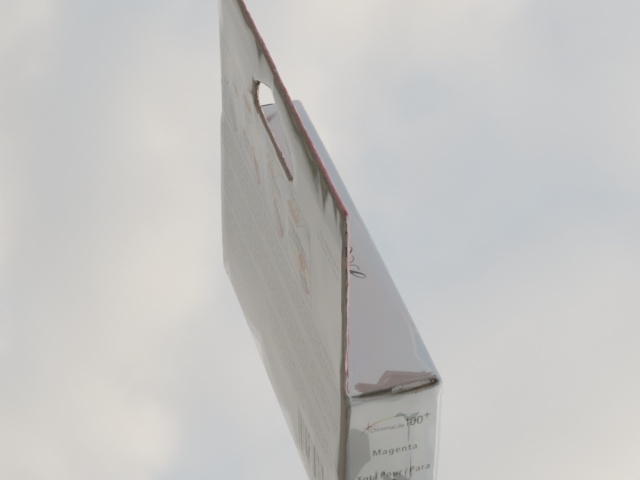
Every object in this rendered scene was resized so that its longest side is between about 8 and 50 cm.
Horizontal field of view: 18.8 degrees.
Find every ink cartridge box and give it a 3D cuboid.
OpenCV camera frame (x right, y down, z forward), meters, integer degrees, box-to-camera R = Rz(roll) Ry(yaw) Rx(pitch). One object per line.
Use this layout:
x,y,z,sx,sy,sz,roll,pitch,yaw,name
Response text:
0.000,0.000,1.080,0.275,0.060,0.239,-115,-159,-49,ink cartridge box
